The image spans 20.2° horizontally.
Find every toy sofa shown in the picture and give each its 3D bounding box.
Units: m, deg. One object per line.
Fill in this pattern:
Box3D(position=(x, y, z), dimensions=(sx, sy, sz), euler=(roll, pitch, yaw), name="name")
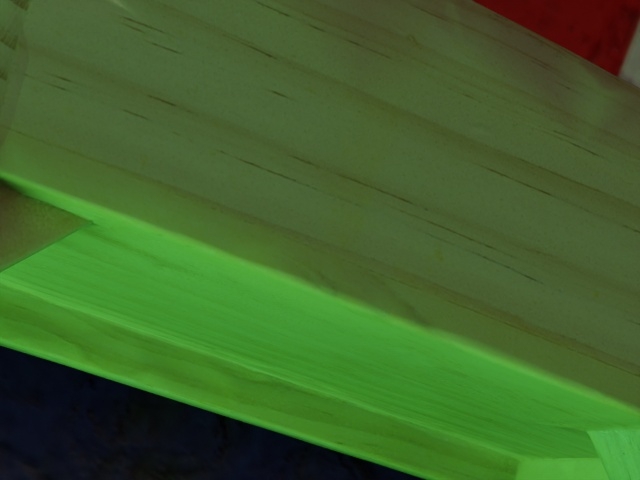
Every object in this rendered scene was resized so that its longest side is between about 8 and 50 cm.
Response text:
Box3D(position=(0.000, 0.000, 0.644), dimensions=(0.362, 0.150, 0.177), euler=(21, 72, -30), name="toy sofa")
